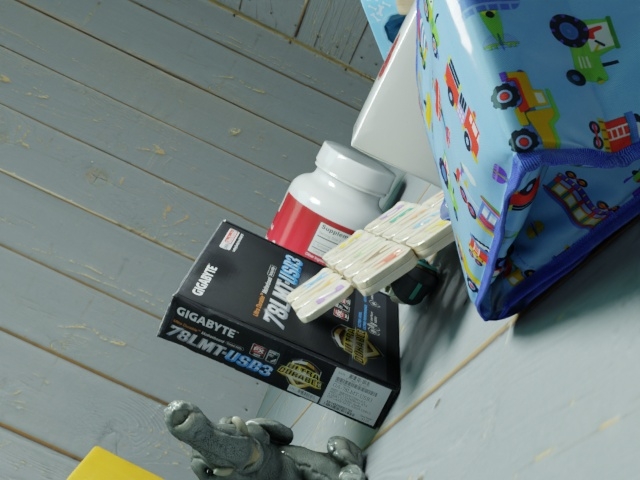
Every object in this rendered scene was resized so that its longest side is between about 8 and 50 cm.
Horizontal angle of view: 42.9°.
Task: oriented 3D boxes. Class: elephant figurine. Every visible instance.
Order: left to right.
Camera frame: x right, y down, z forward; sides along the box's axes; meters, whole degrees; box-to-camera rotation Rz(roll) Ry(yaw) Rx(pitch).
[{"bbox_3d":[-0.079,0.266,0.951,0.169,0.239,0.186,-74,9,-68],"label":"elephant figurine"}]

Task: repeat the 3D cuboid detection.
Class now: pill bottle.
[{"bbox_3d":[0.000,0.000,1.798,0.229,0.229,0.408,-78,14,-76],"label":"pill bottle"}]

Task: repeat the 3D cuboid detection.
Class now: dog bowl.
[{"bbox_3d":[0.141,-0.430,1.490,0.297,0.074,0.166,56,-140,-52],"label":"dog bowl"}]

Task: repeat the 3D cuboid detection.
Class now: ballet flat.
[{"bbox_3d":[0.110,0.048,1.099,0.203,0.074,0.074,-112,47,-83],"label":"ballet flat"}]

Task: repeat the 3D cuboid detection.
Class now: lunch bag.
[{"bbox_3d":[0.134,-0.081,0.622,0.293,0.138,0.221,104,156,-63],"label":"lunch bag"}]

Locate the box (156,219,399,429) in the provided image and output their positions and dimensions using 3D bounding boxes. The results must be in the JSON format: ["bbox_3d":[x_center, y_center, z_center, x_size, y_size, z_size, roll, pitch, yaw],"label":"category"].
[{"bbox_3d":[-0.039,0.100,1.098,0.073,0.293,0.295,-63,3,19],"label":"box"}]

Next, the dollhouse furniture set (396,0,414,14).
[{"bbox_3d":[0.284,-0.536,1.404,0.362,0.256,0.394,-67,-32,-43],"label":"dollhouse furniture set"}]

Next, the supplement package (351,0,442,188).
[{"bbox_3d":[0.182,-0.243,1.173,0.177,0.175,0.293,-79,15,-74],"label":"supplement package"}]

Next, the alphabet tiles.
[{"bbox_3d":[0.080,0.002,0.978,0.278,0.021,0.284,-33,9,-4],"label":"alphabet tiles"}]

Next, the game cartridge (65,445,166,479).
[{"bbox_3d":[-0.194,0.398,1.074,0.053,0.323,0.285,-63,3,-1],"label":"game cartridge"}]
